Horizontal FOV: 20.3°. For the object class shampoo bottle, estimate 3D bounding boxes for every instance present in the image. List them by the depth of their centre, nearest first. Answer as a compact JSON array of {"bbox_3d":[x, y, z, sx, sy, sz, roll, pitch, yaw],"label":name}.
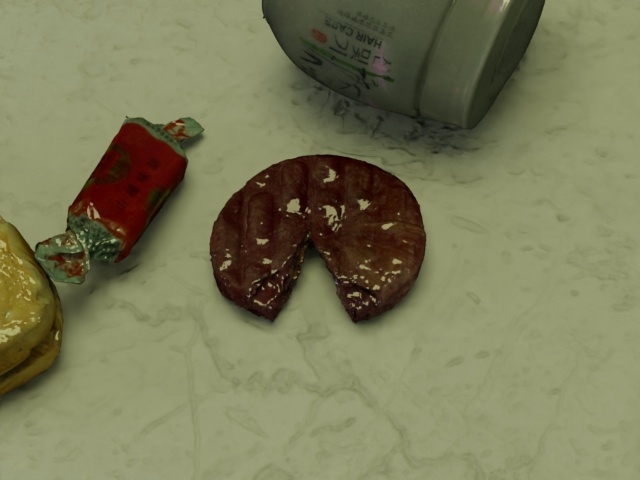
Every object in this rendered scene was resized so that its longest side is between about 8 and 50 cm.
[{"bbox_3d":[0.099,-0.266,1.869,0.266,0.273,0.273,28,59,12],"label":"shampoo bottle"}]

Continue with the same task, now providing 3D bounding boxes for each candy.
[{"bbox_3d":[-0.201,-0.052,1.834,0.086,0.059,0.292,31,46,-2],"label":"candy"}]

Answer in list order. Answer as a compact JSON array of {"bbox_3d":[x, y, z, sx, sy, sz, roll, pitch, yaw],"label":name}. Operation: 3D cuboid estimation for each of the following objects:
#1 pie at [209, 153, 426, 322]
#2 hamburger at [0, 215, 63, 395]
[{"bbox_3d":[0.000,0.000,1.812,0.218,0.054,0.204,11,54,14],"label":"pie"},{"bbox_3d":[-0.357,0.065,1.748,0.213,0.108,0.214,-2,52,3],"label":"hamburger"}]
